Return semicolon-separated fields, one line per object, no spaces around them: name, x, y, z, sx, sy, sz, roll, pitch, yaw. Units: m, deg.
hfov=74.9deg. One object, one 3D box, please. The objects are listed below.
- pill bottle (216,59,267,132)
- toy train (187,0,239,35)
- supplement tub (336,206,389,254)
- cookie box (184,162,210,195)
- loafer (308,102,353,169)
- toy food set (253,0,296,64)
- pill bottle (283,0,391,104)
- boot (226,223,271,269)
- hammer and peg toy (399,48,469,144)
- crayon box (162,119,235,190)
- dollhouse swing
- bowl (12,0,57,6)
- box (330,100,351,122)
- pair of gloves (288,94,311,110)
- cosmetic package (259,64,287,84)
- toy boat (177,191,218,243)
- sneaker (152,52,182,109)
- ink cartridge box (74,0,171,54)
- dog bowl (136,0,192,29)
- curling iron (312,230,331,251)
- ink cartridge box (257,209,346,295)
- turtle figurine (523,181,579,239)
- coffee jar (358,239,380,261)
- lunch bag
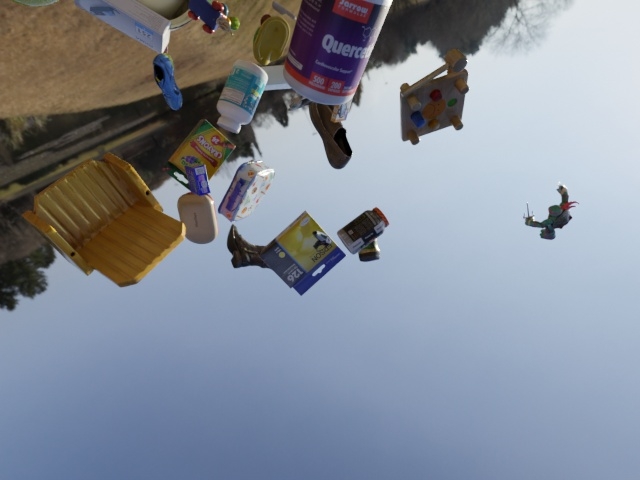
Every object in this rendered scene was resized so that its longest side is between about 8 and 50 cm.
pill bottle;-0.323;-0.572;1.681;0.146;0.146;0.264;20;-92;62
toy train;-0.345;-0.783;1.496;0.143;0.248;0.105;-21;152;-56
supplement tub;0.170;-0.041;1.650;0.190;0.117;0.117;-36;-158;-1
cookie box;-0.392;-0.196;1.331;0.040;0.091;0.107;-19;-158;-27
loafer;0.067;-0.520;1.942;0.134;0.365;0.130;-28;-172;-37
toy food set;-0.188;-0.775;1.565;0.128;0.218;0.071;2;-140;-44
pill bottle;0.041;-0.478;0.914;0.181;0.182;0.323;-53;171;-48
boot;-0.325;0.039;2.028;0.229;0.263;0.091;1;148;-30
hammer and peg toy;0.408;-0.531;1.541;0.266;0.361;0.127;-19;-121;2
crayon box;-0.600;-0.411;2.075;0.318;0.202;0.081;-56;-145;-8
dollhouse swing;-0.689;-0.071;1.385;0.305;0.315;0.347;14;-128;40
bowl;-0.903;-0.845;1.272;0.289;0.289;0.156;-29;-124;-6
box;0.094;-0.571;1.769;0.028;0.136;0.081;39;-139;24
pair of gloves;-0.014;-0.549;1.537;0.204;0.042;0.240;-28;-171;-19
cosmetic package;-0.190;-0.867;2.229;0.285;0.097;0.377;-9;-163;-6
toy boat;-0.503;-0.103;1.760;0.151;0.231;0.151;-2;-156;2
sneaker;-0.547;-0.545;1.470;0.069;0.209;0.082;15;-130;9
ink cartridge box;-0.666;-0.739;1.417;0.066;0.296;0.261;-68;-161;-11
dog bowl;-0.680;-1.047;1.701;0.408;0.408;0.150;-33;-163;-15
curling iron;0.000;0.000;1.478;0.068;0.035;0.274;-36;171;-1
ink cartridge box;-0.078;0.071;1.949;0.303;0.307;0.072;-42;-164;3
turtle figurine;0.800;-0.089;1.443;0.175;0.234;0.118;-38;-126;12
coffee jar;0.212;0.003;1.869;0.096;0.184;0.079;-13;165;38
lunch bag;-0.347;-0.235;1.942;0.303;0.115;0.243;-58;169;26
